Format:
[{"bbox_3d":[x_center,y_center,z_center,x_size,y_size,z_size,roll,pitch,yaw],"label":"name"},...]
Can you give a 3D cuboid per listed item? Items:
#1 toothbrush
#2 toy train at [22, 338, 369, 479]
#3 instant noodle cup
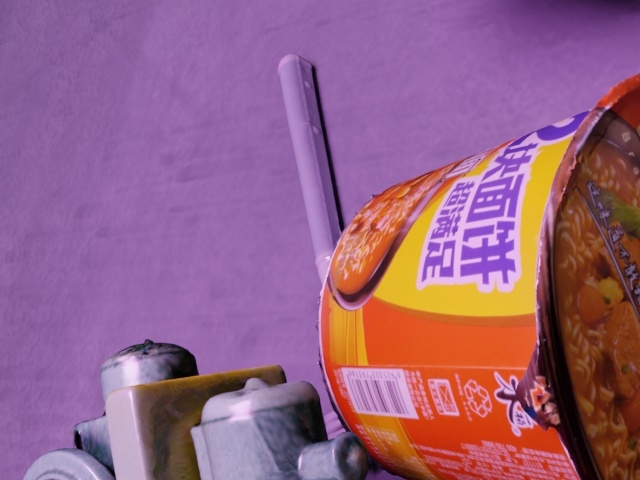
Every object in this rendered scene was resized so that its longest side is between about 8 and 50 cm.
[{"bbox_3d":[0.002,-0.001,0.777,0.030,0.025,0.342,-33,50,33],"label":"toothbrush"},{"bbox_3d":[-0.029,0.221,0.546,0.237,0.150,0.369,-21,78,41],"label":"toy train"},{"bbox_3d":[0.110,0.039,0.525,0.174,0.213,0.213,-9,64,51],"label":"instant noodle cup"}]
